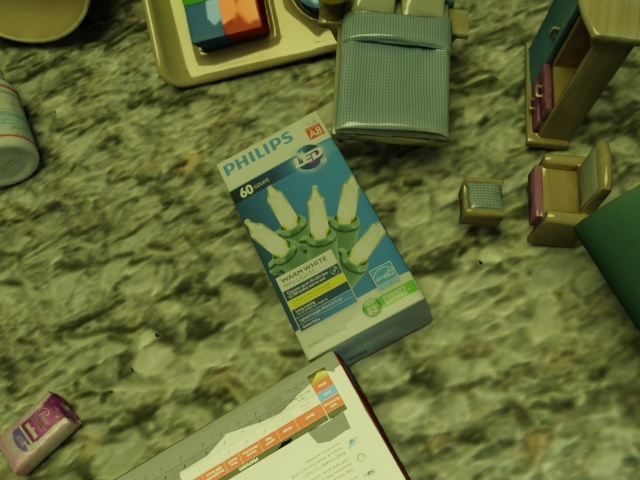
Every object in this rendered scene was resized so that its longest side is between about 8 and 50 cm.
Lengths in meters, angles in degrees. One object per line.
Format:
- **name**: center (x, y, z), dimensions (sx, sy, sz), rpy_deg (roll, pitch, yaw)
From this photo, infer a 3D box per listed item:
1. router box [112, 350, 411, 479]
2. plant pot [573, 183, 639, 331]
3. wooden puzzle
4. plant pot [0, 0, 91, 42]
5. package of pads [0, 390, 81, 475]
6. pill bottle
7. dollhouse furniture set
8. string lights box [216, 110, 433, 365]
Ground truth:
- **router box**: center (-0.054, 0.317, 0.702), dimensions (0.335, 0.082, 0.301), rpy_deg (-30, 63, -1)
- **plant pot**: center (0.396, 0.031, 0.621), dimensions (0.293, 0.293, 0.235), rpy_deg (-24, 78, 2)
- **wooden puzzle**: center (-0.069, -0.384, 0.953), dimensions (0.347, 0.080, 0.322), rpy_deg (-11, 92, 6)
- **plant pot**: center (-0.396, -0.464, 1.071), dimensions (0.256, 0.257, 0.274), rpy_deg (1, 51, 14)
- **package of pads**: center (-0.309, 0.211, 0.840), dimensions (0.083, 0.032, 0.050), rpy_deg (-43, 66, -8)
- **pill bottle**: center (-0.431, -0.156, 1.005), dimensions (0.087, 0.087, 0.160), rpy_deg (-28, 62, 0)
- **dollhouse furniture set**: center (0.133, -0.172, 0.775), dimensions (0.303, 0.198, 0.287), rpy_deg (6, 67, 0)
- **string lights box**: center (0.000, 0.000, 0.836), dimensions (0.133, 0.077, 0.260), rpy_deg (-29, 63, 1)
